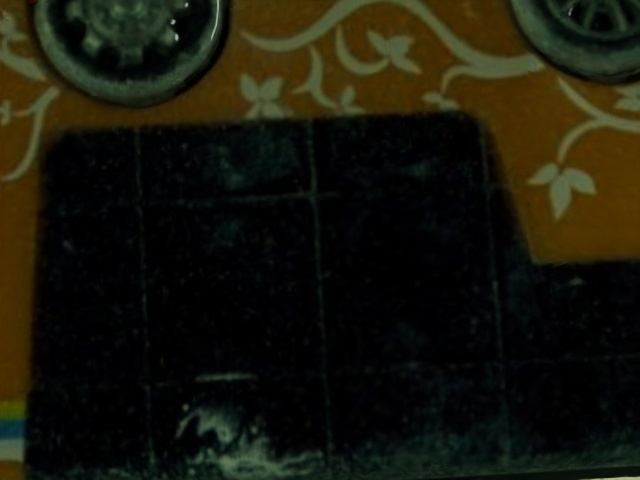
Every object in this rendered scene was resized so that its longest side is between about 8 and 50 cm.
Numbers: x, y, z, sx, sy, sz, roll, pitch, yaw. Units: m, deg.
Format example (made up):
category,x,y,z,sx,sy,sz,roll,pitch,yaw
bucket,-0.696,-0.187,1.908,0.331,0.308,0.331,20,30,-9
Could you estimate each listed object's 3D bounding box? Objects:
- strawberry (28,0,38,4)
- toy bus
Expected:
category,x,y,z,sx,sy,sz,roll,pitch,yaw
strawberry,-0.111,-0.125,1.010,0.201,0.184,0.186,-156,-118,-73
toy bus,0.000,0.000,0.608,0.162,0.324,0.194,104,-18,-80
